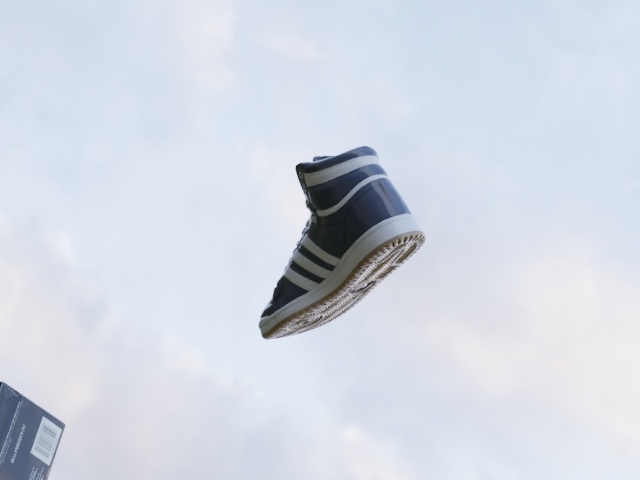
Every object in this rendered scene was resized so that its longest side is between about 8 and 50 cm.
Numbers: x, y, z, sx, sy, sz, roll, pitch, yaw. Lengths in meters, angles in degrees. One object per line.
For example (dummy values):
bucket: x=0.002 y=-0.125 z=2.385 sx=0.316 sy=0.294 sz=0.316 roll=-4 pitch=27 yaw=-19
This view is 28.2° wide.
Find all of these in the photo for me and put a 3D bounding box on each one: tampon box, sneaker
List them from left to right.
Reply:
tampon box: x=-0.355 y=0.211 z=1.242 sx=0.161 sy=0.120 sz=0.101 roll=-5 pitch=-34 yaw=30
sneaker: x=0.000 y=0.000 z=1.506 sx=0.282 sy=0.099 sz=0.153 roll=-41 pitch=-113 yaw=42
